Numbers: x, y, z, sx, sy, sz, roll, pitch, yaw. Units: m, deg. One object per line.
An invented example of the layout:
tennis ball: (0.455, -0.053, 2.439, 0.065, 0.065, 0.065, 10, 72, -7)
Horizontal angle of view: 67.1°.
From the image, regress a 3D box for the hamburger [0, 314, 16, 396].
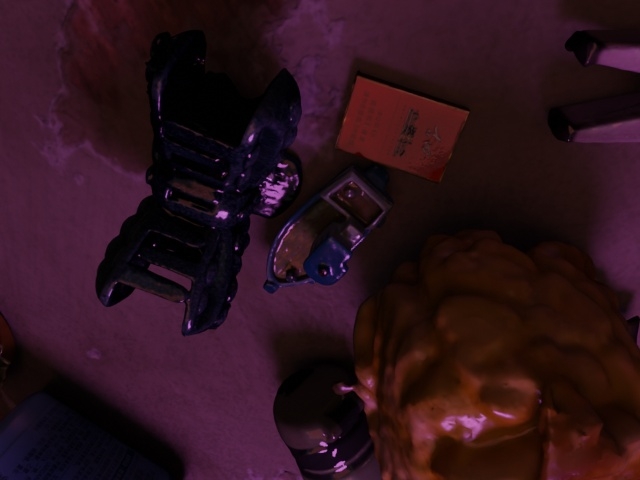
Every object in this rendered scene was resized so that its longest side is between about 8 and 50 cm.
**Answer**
hamburger: (-0.668, 0.206, 0.772, 0.275, 0.212, 0.274, 5, 118, 9)

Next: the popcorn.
popcorn: (0.215, 0.158, 0.545, 0.382, 0.349, 0.348, -7, 119, -14)

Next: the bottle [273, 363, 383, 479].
bottle: (0.052, 0.348, 0.737, 0.169, 0.168, 0.346, -22, 107, 21)

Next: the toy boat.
toy boat: (0.000, 0.000, 0.589, 0.088, 0.102, 0.215, 40, 121, -13)

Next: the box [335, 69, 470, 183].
box: (0.091, -0.128, 0.553, 0.133, 0.023, 0.090, 20, 121, 1)

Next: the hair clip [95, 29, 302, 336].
hair clip: (-0.122, -0.058, 0.532, 0.195, 0.206, 0.310, 23, 115, -7)

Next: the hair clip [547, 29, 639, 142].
hair clip: (0.397, -0.141, 0.449, 0.331, 0.085, 0.101, 3, 120, 8)

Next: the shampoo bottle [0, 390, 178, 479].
shampoo bottle: (-0.455, 0.482, 0.808, 0.343, 0.331, 0.331, 40, 118, -10)
